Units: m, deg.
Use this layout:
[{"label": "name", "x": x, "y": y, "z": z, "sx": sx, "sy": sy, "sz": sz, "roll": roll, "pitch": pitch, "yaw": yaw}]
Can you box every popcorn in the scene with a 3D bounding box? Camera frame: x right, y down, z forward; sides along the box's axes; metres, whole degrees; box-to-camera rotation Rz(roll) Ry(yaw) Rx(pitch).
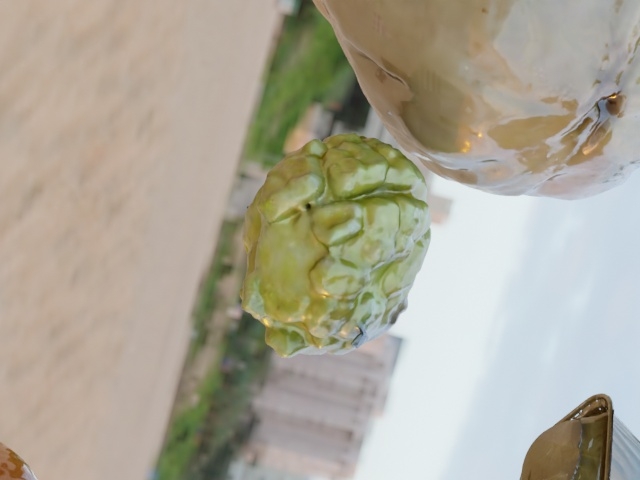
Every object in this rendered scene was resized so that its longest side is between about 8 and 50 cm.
[{"label": "popcorn", "x": 0.010, "y": 0.006, "z": 1.457, "sx": 0.173, "sy": 0.142, "sz": 0.173, "roll": -52, "pitch": 180, "yaw": 0}]

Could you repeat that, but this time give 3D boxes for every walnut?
[{"label": "walnut", "x": 0.160, "y": -0.217, "z": 1.558, "sx": 0.381, "sy": 0.381, "sz": 0.381, "roll": -165, "pitch": -90, "yaw": -87}]

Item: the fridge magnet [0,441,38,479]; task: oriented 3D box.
[{"label": "fridge magnet", "x": -0.435, "y": 0.287, "z": 1.869, "sx": 0.363, "sy": 0.363, "sz": 0.155, "roll": -80, "pitch": 170, "yaw": -62}]

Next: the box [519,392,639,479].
[{"label": "box", "x": 0.201, "y": 0.204, "z": 1.547, "sx": 0.177, "sy": 0.111, "sz": 0.111, "roll": -76, "pitch": -177, "yaw": -49}]
